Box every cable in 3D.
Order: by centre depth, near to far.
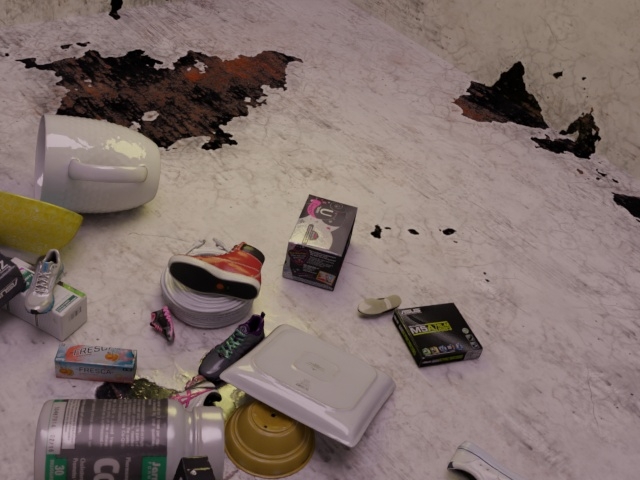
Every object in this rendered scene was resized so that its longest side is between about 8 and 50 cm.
[{"bbox_3d":[-0.301,0.122,2.071,0.257,0.089,0.257,35,44,25],"label":"cable"}]

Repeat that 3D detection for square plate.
[{"bbox_3d":[-0.014,0.321,1.848,0.347,0.049,0.344,25,21,14],"label":"square plate"}]

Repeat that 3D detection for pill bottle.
[{"bbox_3d":[-0.383,0.426,1.580,0.360,0.204,0.204,2,39,-12],"label":"pill bottle"}]

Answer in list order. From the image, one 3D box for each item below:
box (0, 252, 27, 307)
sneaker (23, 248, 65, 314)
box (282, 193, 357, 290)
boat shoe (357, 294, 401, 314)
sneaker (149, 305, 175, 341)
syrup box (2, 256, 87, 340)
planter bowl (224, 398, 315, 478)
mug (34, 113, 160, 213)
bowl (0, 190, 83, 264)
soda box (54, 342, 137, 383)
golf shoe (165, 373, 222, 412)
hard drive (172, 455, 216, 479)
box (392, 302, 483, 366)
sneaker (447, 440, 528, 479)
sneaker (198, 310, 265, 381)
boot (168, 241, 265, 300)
[{"bbox_3d":[-0.950,0.130,1.809,0.318,0.097,0.395,29,57,23],"label":"box"},{"bbox_3d":[-0.667,0.094,1.860,0.071,0.083,0.191,8,41,-8],"label":"sneaker"},{"bbox_3d":[0.000,0.000,2.257,0.163,0.142,0.247,16,38,5],"label":"box"},{"bbox_3d":[0.161,0.184,2.155,0.132,0.042,0.049,-10,68,-24],"label":"boat shoe"},{"bbox_3d":[-0.403,0.217,1.966,0.057,0.047,0.119,-11,36,-17],"label":"sneaker"},{"bbox_3d":[-0.705,0.144,1.931,0.236,0.096,0.093,25,41,15],"label":"syrup box"},{"bbox_3d":[-0.112,0.419,1.751,0.217,0.090,0.217,7,39,-6],"label":"planter bowl"},{"bbox_3d":[-0.624,-0.205,2.205,0.327,0.277,0.374,3,8,-25],"label":"mug"},{"bbox_3d":[-0.789,-0.024,2.044,0.289,0.289,0.156,12,82,0],"label":"bowl"},{"bbox_3d":[-0.528,0.289,1.823,0.183,0.063,0.058,6,39,-7],"label":"soda box"},{"bbox_3d":[-0.305,0.380,1.765,0.086,0.068,0.186,32,42,22],"label":"golf shoe"},{"bbox_3d":[-0.215,0.595,1.386,0.064,0.237,0.339,4,36,-28],"label":"hard drive"},{"bbox_3d":[0.317,0.253,2.105,0.190,0.045,0.184,-4,43,-21],"label":"box"},{"bbox_3d":[0.400,0.560,1.728,0.258,0.094,0.091,31,60,29],"label":"sneaker"},{"bbox_3d":[-0.219,0.255,1.918,0.083,0.098,0.223,29,41,21],"label":"sneaker"},{"bbox_3d":[-0.269,0.055,2.025,0.244,0.088,0.176,16,38,-10],"label":"boot"}]
